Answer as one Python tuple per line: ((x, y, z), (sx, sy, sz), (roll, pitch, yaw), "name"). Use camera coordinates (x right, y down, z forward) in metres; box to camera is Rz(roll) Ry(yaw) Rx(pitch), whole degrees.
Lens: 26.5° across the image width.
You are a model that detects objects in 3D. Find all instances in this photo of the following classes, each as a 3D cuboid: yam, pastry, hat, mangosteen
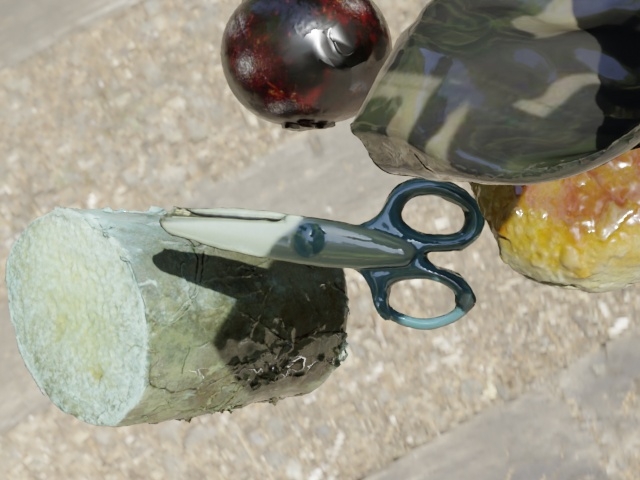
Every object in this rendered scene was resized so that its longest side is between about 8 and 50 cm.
((-0.148, 0.079, 1.531), (0.348, 0.241, 0.241), (0, 36, -41), "yam")
((0.206, -0.058, 1.048), (0.182, 0.093, 0.192), (-22, 65, 3), "pastry")
((0.184, -0.198, 0.626), (0.257, 0.366, 0.381), (38, 35, 26), "hat")
((-0.015, -0.225, 1.553), (0.210, 0.210, 0.210), (-8, 52, 11), "mangosteen")

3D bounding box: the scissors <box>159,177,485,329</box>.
((0.000, 0.000, 1.212), (0.289, 0.041, 0.138), (7, 97, -1), "scissors")
